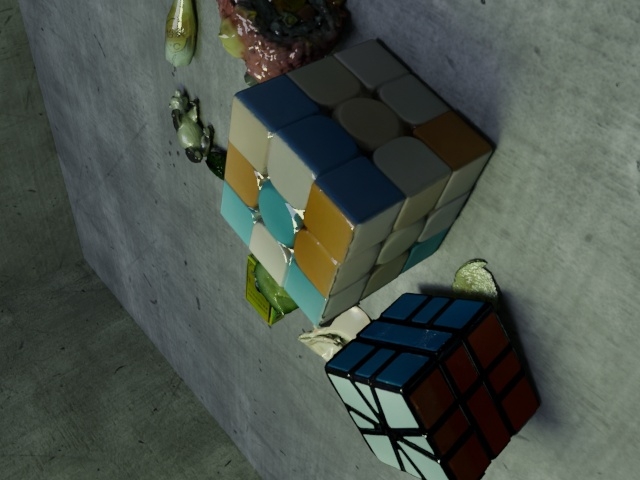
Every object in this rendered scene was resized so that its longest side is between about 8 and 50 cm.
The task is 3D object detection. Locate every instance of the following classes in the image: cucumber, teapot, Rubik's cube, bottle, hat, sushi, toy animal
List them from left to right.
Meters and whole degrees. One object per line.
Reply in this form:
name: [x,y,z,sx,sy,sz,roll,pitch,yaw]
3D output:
bottle: [-0.363,-0.579,1.806,0.083,0.083,0.270,50,147,19]
toy animal: [-0.391,-0.340,2.051,0.225,0.093,0.121,63,159,-6]
cucumber: [-0.253,-0.192,1.987,0.227,0.069,0.069,36,142,30]
teapot: [-0.142,-0.405,1.655,0.110,0.042,0.043,-11,105,56]
sushi: [-0.099,-0.443,1.374,0.270,0.236,0.171,54,158,5]
cucumber: [-0.081,0.097,1.916,0.191,0.130,0.191,30,139,31]
Rubik's cube: [0.048,-0.110,1.308,0.344,0.346,0.347,48,147,20]
hat: [0.070,0.274,1.876,0.219,0.164,0.226,45,107,26]
Rubik's cube: [0.227,0.303,1.420,0.288,0.283,0.294,-3,119,58]

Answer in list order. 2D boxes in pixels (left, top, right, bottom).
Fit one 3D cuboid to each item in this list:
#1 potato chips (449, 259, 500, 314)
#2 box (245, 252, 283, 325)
potato chips: [0.318,0.126,1.417,0.142,0.026,0.209,26,134,49]
box: [-0.170,0.147,2.145,0.141,0.064,0.220,46,145,26]
